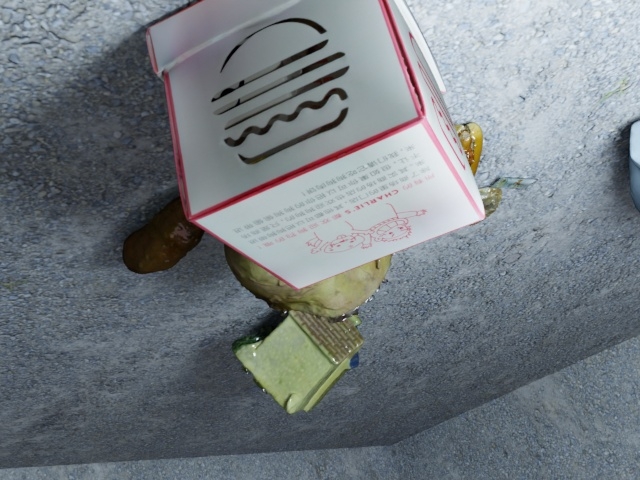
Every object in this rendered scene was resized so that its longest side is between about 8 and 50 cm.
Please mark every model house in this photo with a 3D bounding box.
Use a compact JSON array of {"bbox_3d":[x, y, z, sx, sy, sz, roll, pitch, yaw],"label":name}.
[{"bbox_3d":[-0.035,0.264,1.948,0.266,0.261,0.321,-45,166,6],"label":"model house"}]

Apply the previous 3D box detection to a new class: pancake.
[{"bbox_3d":[0.322,-0.072,1.626,0.152,0.025,0.151,-10,153,-5],"label":"pancake"}]

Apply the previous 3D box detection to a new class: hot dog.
[{"bbox_3d":[0.247,-0.126,1.425,0.102,0.076,0.249,-12,153,-13],"label":"hot dog"}]

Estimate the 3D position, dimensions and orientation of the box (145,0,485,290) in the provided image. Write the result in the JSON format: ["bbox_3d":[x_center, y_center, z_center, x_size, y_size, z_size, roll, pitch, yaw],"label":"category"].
[{"bbox_3d":[0.004,-0.151,0.995,0.315,0.299,0.312,-22,152,16],"label":"box"}]

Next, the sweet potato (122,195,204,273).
[{"bbox_3d":[-0.276,-0.006,1.378,0.355,0.095,0.106,-33,-171,40],"label":"sweet potato"}]

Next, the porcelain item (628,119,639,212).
[{"bbox_3d":[0.755,-0.131,1.549,0.243,0.178,0.405,-26,152,23],"label":"porcelain item"}]

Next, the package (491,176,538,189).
[{"bbox_3d":[0.405,-0.119,1.584,0.110,0.015,0.037,2,145,-32],"label":"package"}]

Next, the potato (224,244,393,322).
[{"bbox_3d":[-0.030,-0.025,1.327,0.301,0.288,0.237,9,143,23],"label":"potato"}]
